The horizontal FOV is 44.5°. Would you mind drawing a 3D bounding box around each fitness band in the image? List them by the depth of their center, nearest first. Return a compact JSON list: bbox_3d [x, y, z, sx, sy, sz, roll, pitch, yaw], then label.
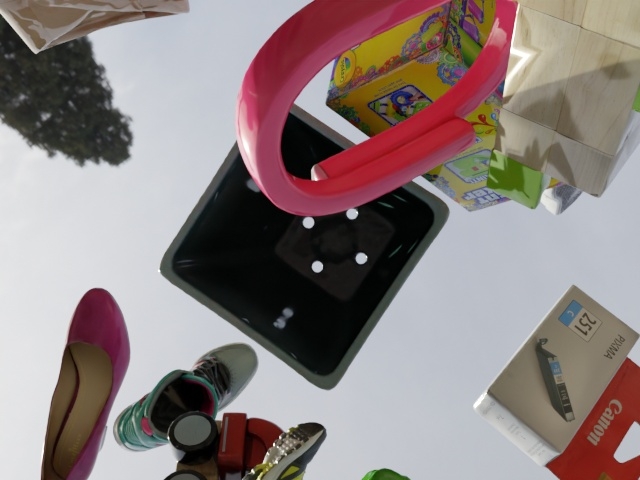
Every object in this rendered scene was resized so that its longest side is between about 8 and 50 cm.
[{"bbox_3d":[0.062,-0.133,0.658,0.290,0.209,0.054,-29,-125,-15],"label":"fitness band"}]

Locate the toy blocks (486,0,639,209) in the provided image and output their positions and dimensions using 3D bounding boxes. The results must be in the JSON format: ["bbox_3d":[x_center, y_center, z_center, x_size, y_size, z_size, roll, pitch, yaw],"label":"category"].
[{"bbox_3d":[0.250,-0.224,0.575,0.190,0.381,0.261,30,-121,25],"label":"toy blocks"}]

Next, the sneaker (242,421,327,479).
[{"bbox_3d":[-0.025,0.170,0.579,0.083,0.035,0.031,-42,-157,-9],"label":"sneaker"}]

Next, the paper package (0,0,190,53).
[{"bbox_3d":[-0.242,-0.373,0.652,0.168,0.309,0.325,-17,-97,-5],"label":"paper package"}]

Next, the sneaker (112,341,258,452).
[{"bbox_3d":[-0.200,0.255,1.335,0.295,0.178,0.124,-32,-87,-33],"label":"sneaker"}]

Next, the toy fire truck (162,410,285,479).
[{"bbox_3d":[-0.051,0.288,0.858,0.246,0.159,0.217,0,-142,0],"label":"toy fire truck"}]

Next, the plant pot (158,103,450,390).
[{"bbox_3d":[0.000,0.000,0.983,0.247,0.252,0.248,34,-84,9],"label":"plant pot"}]

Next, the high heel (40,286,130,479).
[{"bbox_3d":[-0.436,0.281,1.421,0.127,0.377,0.181,7,-164,5],"label":"high heel"}]

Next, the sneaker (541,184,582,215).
[{"bbox_3d":[0.345,-0.128,1.197,0.106,0.290,0.123,-41,-109,-3],"label":"sneaker"}]

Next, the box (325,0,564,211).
[{"bbox_3d":[0.183,-0.238,0.956,0.177,0.279,0.290,-18,-130,44],"label":"box"}]

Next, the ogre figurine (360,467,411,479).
[{"bbox_3d":[0.069,0.174,0.275,0.096,0.197,0.118,-15,-155,-30],"label":"ogre figurine"}]

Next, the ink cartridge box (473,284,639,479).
[{"bbox_3d":[0.423,0.244,1.223,0.261,0.066,0.296,40,-127,14],"label":"ink cartridge box"}]
